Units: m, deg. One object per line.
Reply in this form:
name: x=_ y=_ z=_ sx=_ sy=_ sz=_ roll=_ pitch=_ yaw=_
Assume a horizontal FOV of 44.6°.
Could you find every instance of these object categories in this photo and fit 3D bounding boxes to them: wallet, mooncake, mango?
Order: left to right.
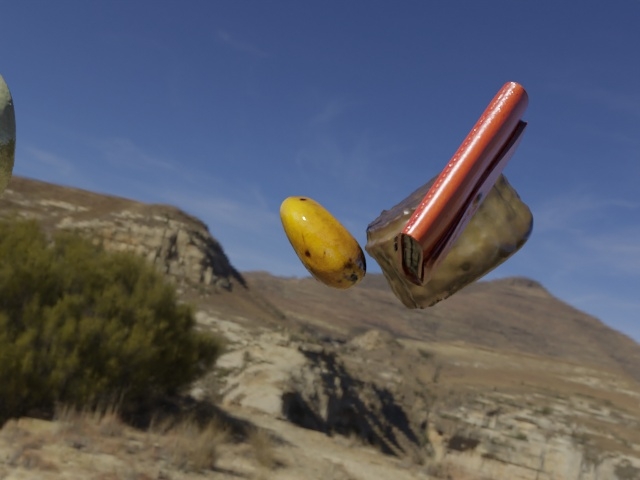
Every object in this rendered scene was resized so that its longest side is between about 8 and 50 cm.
mango: x=0.001 y=0.001 z=1.230 sx=0.178 sy=0.090 sz=0.115 roll=54 pitch=-3 yaw=5
mooncake: x=0.245 y=-0.024 z=1.533 sx=0.187 sy=0.324 sz=0.324 roll=57 pitch=-16 yaw=-6
wallet: x=0.151 y=-0.055 z=0.829 sx=0.045 sy=0.204 sz=0.142 roll=32 pitch=-14 yaw=16

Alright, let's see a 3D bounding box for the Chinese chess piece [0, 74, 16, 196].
Chinese chess piece: x=-0.586 y=-0.170 z=1.255 sx=0.250 sy=0.250 sz=0.101 roll=6 pitch=6 yaw=42
